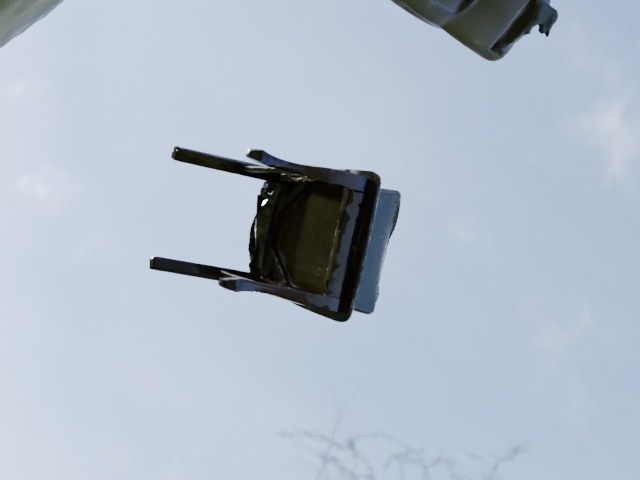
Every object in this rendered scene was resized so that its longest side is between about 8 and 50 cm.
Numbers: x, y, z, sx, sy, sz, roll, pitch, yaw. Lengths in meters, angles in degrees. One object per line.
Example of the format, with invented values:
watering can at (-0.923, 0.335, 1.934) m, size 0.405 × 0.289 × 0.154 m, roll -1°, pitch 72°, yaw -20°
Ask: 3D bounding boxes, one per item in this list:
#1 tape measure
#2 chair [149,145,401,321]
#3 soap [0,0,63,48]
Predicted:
tape measure at (0.072, -0.238, 1.088) m, size 0.178 × 0.105 × 0.196 m, roll 19°, pitch 25°, yaw -49°
chair at (0.000, 0.000, 1.525) m, size 0.319 × 0.160 × 0.186 m, roll 13°, pitch -3°, yaw -36°
soap at (-0.242, -0.139, 0.696) m, size 0.427 × 0.306 × 0.115 m, roll 9°, pitch -50°, yaw 44°
